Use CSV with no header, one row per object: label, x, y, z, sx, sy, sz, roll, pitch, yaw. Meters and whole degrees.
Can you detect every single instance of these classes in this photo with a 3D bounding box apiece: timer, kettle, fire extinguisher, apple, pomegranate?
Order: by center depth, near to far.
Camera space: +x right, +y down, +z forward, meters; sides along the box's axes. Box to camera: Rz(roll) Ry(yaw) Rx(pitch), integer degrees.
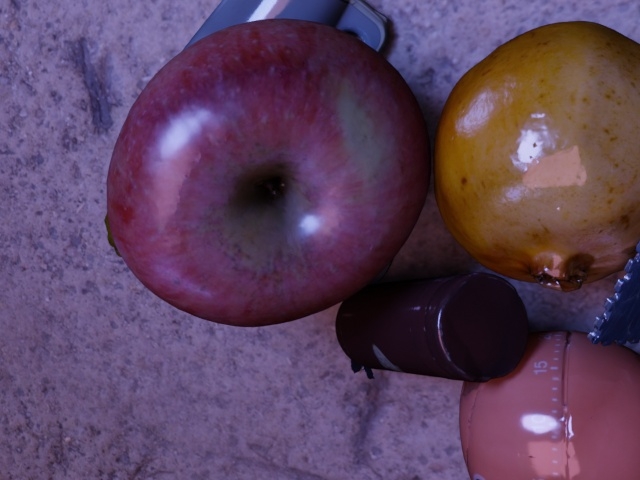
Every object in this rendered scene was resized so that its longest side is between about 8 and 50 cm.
pomegranate,0.238,-0.075,0.690,0.264,0.264,0.264,8,109,26
apple,-0.056,-0.076,0.760,0.345,0.269,0.344,-3,111,-9
timer,0.270,0.214,0.781,0.215,0.230,0.229,-3,104,30
fire extinguisher,0.104,0.114,0.855,0.337,0.114,0.135,167,96,-67
kettle,-0.052,-0.228,0.877,0.210,0.160,0.243,38,115,-8

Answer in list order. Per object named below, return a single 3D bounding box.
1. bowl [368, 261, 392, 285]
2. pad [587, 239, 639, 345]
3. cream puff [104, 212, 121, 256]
bowl,0.000,0.000,0.943,0.189,0.086,0.189,9,110,25
pad,0.390,-0.015,0.651,0.012,0.269,0.269,49,131,49
cream puff,-0.249,-0.032,1.058,0.146,0.116,0.146,-10,77,49
